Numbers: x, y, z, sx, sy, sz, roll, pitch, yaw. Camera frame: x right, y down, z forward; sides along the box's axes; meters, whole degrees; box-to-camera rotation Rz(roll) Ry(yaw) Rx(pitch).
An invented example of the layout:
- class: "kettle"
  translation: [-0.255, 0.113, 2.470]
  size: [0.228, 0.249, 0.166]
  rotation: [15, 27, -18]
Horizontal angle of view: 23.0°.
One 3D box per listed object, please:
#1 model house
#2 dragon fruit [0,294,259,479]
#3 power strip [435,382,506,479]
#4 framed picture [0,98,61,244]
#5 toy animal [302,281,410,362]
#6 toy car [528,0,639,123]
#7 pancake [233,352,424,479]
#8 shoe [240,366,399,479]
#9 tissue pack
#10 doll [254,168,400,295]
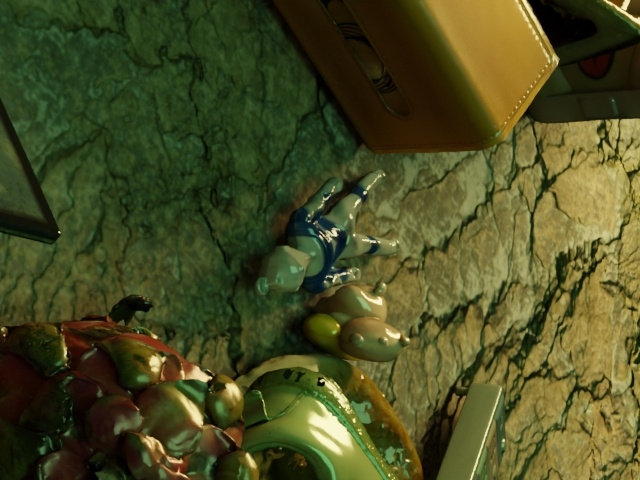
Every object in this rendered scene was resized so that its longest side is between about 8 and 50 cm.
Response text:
- class: "model house"
  translation: [0.232, -0.329, 1.705]
  size: [0.268, 0.173, 0.239]
  rotation: [32, 62, -8]
- class: "dragon fruit"
  translation: [-0.170, 0.174, 1.225]
  size: [0.269, 0.291, 0.250]
  rotation: [-8, 90, -47]
- class: "power strip"
  translation: [0.157, 0.269, 1.693]
  size: [0.216, 0.061, 0.145]
  rotation: [-58, 145, -56]
- class: "framed picture"
  translation: [-0.336, -0.143, 1.088]
  size: [0.265, 0.016, 0.347]
  rotation: [17, 33, -44]
- class: "toy animal"
  translation: [0.034, 0.075, 1.568]
  size: [0.091, 0.114, 0.082]
  rotation: [25, 77, -28]
- class: "toy car"
  translation: [0.391, -0.288, 1.847]
  size: [0.336, 0.242, 0.226]
  rotation: [-36, 117, -42]
- class: "pancake"
  translation: [-0.017, 0.293, 1.527]
  size: [0.387, 0.082, 0.387]
  rotation: [7, 81, -47]
- class: "shoe"
  translation: [-0.005, 0.242, 1.407]
  size: [0.128, 0.140, 0.262]
  rotation: [-34, 103, -47]
- class: "tissue pack"
  translation: [0.074, -0.231, 1.558]
  size: [0.145, 0.194, 0.274]
  rotation: [-52, 123, -28]
- class: "doll"
  translation: [0.000, 0.000, 1.572]
  size: [0.227, 0.057, 0.114]
  rotation: [-30, 117, -52]
